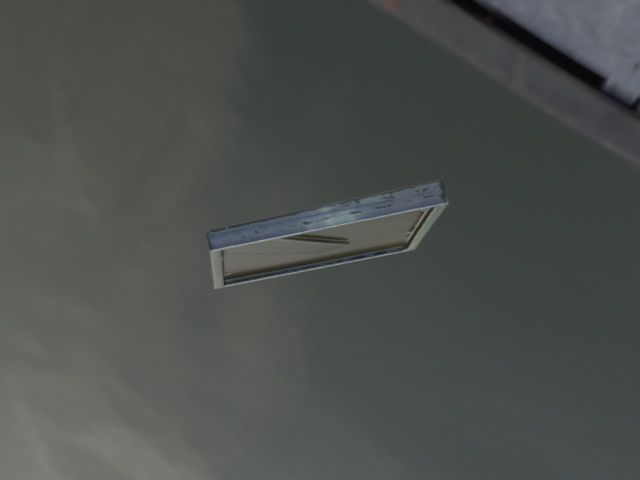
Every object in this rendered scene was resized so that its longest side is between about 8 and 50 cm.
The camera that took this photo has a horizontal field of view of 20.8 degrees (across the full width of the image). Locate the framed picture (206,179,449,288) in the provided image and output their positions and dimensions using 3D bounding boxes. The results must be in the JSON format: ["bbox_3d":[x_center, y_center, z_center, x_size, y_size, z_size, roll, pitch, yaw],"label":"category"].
[{"bbox_3d":[0.000,0.000,1.144,0.203,0.150,0.015,104,154,-81],"label":"framed picture"}]
